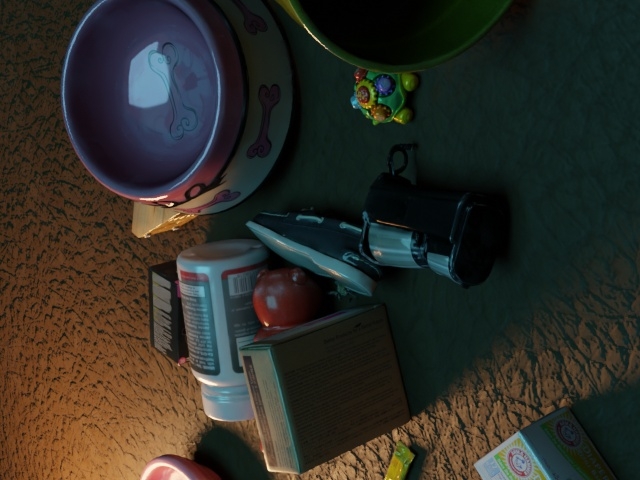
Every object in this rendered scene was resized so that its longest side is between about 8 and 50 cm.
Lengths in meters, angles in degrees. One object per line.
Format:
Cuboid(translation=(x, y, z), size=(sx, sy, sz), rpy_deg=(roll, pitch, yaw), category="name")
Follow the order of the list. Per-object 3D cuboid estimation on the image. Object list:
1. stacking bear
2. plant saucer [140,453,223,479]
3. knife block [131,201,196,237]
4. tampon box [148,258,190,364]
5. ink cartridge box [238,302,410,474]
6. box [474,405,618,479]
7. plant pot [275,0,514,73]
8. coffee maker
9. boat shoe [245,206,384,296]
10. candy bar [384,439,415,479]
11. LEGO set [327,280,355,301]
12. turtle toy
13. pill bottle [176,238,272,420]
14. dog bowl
Cuboid(translation=(-0.040, 0.185, 1.703), size=(0.175, 0.164, 0.289), rpy_deg=(-4, 96, 51), category="stacking bear")
Cuboid(translation=(-0.250, 0.588, 2.149), size=(0.332, 0.084, 0.332), rpy_deg=(20, 117, 46), category="plant saucer")
Cuboid(translation=(-0.277, -0.156, 1.910), size=(0.275, 0.088, 0.242), rpy_deg=(-26, 82, 51), category="knife block")
Cuboid(translation=(-0.239, 0.123, 1.938), size=(0.101, 0.120, 0.161), rpy_deg=(26, 122, 44), category="tampon box")
Cuboid(translation=(0.010, 0.217, 1.580), size=(0.088, 0.234, 0.193), rpy_deg=(-9, 95, 50), category="ink cartridge box")
Cuboid(translation=(0.312, 0.335, 1.363), size=(0.203, 0.103, 0.114), rpy_deg=(57, 139, 19), category="box")
Cuboid(translation=(0.023, -0.423, 1.283), size=(0.353, 0.366, 0.367), rpy_deg=(36, 130, 52), category="plant pot")
Cuboid(translation=(0.149, -0.035, 1.414), size=(0.178, 0.120, 0.171), rpy_deg=(11, 111, 47), category="coffee maker")
Cuboid(translation=(0.000, 0.000, 1.635), size=(0.302, 0.114, 0.091), rpy_deg=(25, 77, 44), category="boat shoe")
Cuboid(translation=(0.117, 0.389, 1.686), size=(0.040, 0.018, 0.162), rpy_deg=(43, 133, 38), category="candy bar")
Cuboid(translation=(0.048, 0.069, 1.658), size=(0.083, 0.023, 0.054), rpy_deg=(-1, 104, 37), category="LEGO set")
Cuboid(translation=(0.082, -0.221, 1.470), size=(0.095, 0.066, 0.130), rpy_deg=(33, 126, 39), category="turtle toy")
Cuboid(translation=(-0.151, 0.152, 1.810), size=(0.161, 0.161, 0.283), rpy_deg=(10, 111, 48), category="pill bottle")
Cuboid(translation=(-0.246, -0.237, 1.698), size=(0.407, 0.150, 0.408), rpy_deg=(5, 98, 32), category="dog bowl")
